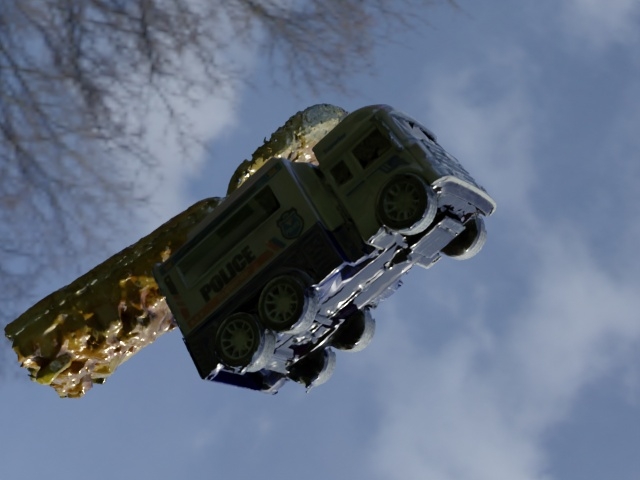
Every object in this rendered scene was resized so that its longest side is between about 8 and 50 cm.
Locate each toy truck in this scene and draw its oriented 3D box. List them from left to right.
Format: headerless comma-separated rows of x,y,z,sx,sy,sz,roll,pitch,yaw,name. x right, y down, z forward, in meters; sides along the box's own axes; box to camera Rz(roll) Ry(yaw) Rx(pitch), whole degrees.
0.000,0.000,1.104,0.268,0.124,0.155,-41,-120,16,toy truck

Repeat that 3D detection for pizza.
-0.178,0.064,1.333,0.268,0.258,0.087,-35,-95,-8,pizza

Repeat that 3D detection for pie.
-0.028,-0.081,1.907,0.055,0.274,0.274,44,-62,31,pie
